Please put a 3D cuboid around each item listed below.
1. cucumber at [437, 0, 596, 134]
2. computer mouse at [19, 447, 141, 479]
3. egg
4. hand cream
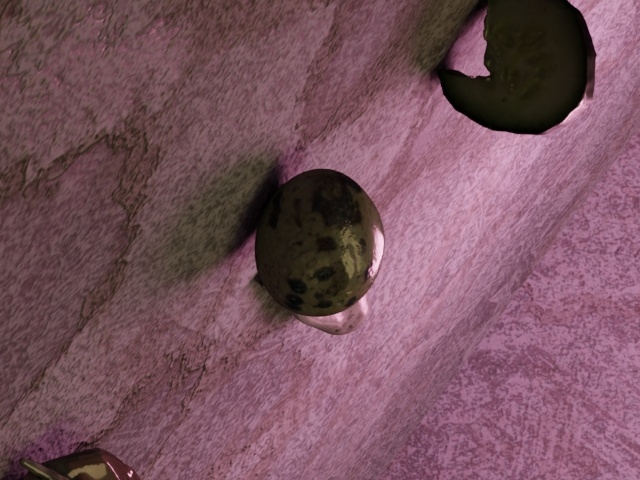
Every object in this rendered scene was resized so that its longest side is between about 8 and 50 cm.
[{"bbox_3d":[0.254,-0.215,2.310,0.191,0.191,0.130,-57,174,12],"label":"cucumber"},{"bbox_3d":[-0.258,0.302,1.986,0.199,0.115,0.389,-37,143,-7],"label":"computer mouse"},{"bbox_3d":[0.000,0.000,2.048,0.141,0.141,0.182,-43,152,-39],"label":"egg"},{"bbox_3d":[-0.001,0.048,2.345,0.121,0.076,0.336,-58,160,-8],"label":"hand cream"}]
